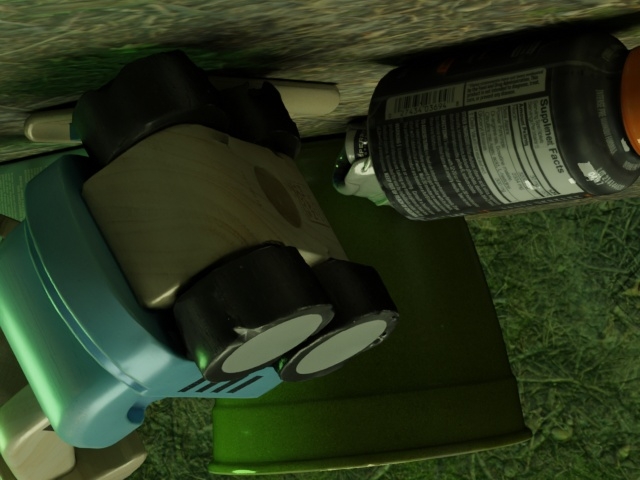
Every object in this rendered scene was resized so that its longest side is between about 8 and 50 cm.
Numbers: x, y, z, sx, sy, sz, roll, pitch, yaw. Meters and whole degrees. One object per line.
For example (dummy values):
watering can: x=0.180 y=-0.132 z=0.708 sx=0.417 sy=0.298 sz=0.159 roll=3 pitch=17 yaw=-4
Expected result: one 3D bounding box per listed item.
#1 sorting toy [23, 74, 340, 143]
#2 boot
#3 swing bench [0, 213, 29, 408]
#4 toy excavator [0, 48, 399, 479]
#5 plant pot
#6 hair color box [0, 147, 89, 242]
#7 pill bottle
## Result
sorting toy: x=-0.116 y=-0.101 z=1.522 sx=0.208 sy=0.038 sz=0.193 roll=-9 pitch=176 yaw=37
boot: x=0.085 y=-0.084 z=1.781 sx=0.123 sy=0.095 sz=0.258 roll=11 pitch=161 yaw=-10
swing bench: x=-0.371 y=0.082 z=1.680 sx=0.254 sy=0.253 sz=0.165 roll=21 pitch=178 yaw=2
toy excavator: x=-0.167 y=0.082 z=1.442 sx=0.445 sy=0.222 sz=0.433 roll=-33 pitch=164 yaw=15
plant pot: x=0.037 y=0.066 z=2.020 sx=0.366 sy=0.353 sz=0.366 roll=-6 pitch=178 yaw=0
hair color box: x=-0.242 y=-0.032 z=1.894 sx=0.374 sy=0.114 sz=0.185 roll=-8 pitch=177 yaw=39
pill bottle: x=0.170 y=-0.092 z=1.402 sx=0.245 sy=0.130 sz=0.130 roll=-8 pitch=177 yaw=34
